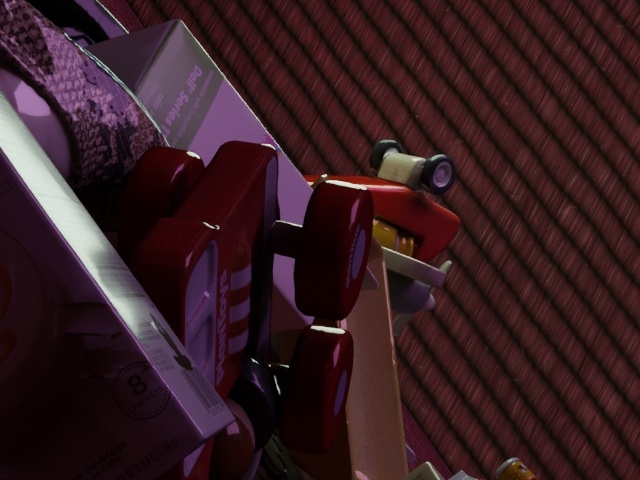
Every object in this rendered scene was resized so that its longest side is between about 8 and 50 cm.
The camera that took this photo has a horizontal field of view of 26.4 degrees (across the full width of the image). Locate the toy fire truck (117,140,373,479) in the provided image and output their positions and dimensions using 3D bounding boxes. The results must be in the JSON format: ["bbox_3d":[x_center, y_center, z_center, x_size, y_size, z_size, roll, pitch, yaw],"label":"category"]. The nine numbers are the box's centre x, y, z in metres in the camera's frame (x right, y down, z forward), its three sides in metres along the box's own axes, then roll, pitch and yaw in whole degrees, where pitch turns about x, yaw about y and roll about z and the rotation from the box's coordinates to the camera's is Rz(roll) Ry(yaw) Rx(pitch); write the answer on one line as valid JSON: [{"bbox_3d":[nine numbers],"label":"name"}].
[{"bbox_3d":[-0.079,0.087,0.955,0.254,0.169,0.302,-60,159,-58],"label":"toy fire truck"}]

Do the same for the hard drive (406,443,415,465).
[{"bbox_3d":[-0.008,0.176,2.029,0.353,0.047,0.233,49,0,35],"label":"hard drive"}]

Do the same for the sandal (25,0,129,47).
[{"bbox_3d":[-0.253,-0.154,1.326,0.446,0.167,0.107,39,50,-10],"label":"sandal"}]

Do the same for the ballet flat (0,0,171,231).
[{"bbox_3d":[-0.300,-0.141,0.954,0.483,0.164,0.182,47,28,-20],"label":"ballet flat"}]

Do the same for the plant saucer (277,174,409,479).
[{"bbox_3d":[0.020,0.131,1.515,0.333,0.081,0.332,44,38,-70],"label":"plant saucer"}]

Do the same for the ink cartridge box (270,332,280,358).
[{"bbox_3d":[-0.093,0.041,1.689,0.232,0.066,0.189,55,3,-22],"label":"ink cartridge box"}]

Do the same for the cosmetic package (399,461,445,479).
[{"bbox_3d":[0.112,0.354,1.213,0.113,0.160,0.309,54,0,-28],"label":"cosmetic package"}]

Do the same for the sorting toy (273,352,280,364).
[{"bbox_3d":[-0.033,0.203,1.778,0.347,0.047,0.196,54,0,8],"label":"sorting toy"}]

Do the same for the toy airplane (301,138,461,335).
[{"bbox_3d":[0.000,0.000,1.929,0.386,0.384,0.272,-58,155,-76],"label":"toy airplane"}]

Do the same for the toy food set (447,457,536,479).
[{"bbox_3d":[0.144,0.329,1.674,0.104,0.232,0.111,46,-24,28],"label":"toy food set"}]

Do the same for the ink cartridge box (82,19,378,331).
[{"bbox_3d":[-0.123,-0.016,1.249,0.353,0.207,0.119,51,46,-34],"label":"ink cartridge box"}]

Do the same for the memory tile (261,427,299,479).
[{"bbox_3d":[-0.062,0.217,1.512,0.113,0.012,0.148,52,5,-21],"label":"memory tile"}]

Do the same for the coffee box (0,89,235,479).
[{"bbox_3d":[-0.176,0.038,0.714,0.246,0.141,0.098,53,4,5],"label":"coffee box"}]
